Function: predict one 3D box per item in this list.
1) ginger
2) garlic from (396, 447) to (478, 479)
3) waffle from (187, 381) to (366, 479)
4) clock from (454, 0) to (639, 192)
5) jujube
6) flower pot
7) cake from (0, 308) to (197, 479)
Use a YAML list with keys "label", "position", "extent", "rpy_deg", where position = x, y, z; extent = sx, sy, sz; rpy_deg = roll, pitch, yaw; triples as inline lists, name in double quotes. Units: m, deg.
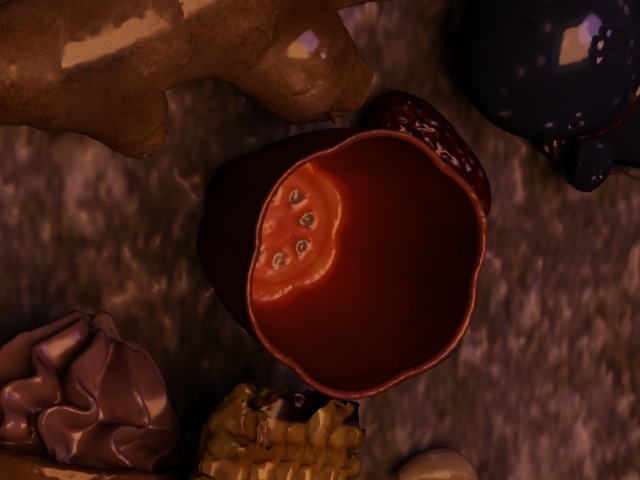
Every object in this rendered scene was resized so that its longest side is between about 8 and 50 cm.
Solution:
- label: "ginger"
  position: [-0.082, -0.170, 1.103]
  extent: [0.375, 0.166, 0.236]
  rpy_deg: [-36, 136, 5]
- label: "garlic"
  position: [0.104, 0.202, 1.295]
  extent: [0.053, 0.041, 0.083]
  rpy_deg: [-45, 123, -5]
- label: "waffle"
  position: [-0.044, 0.218, 1.118]
  extent: [0.312, 0.060, 0.307]
  rpy_deg: [-43, 146, -55]
- label: "clock"
  position: [0.216, -0.143, 1.220]
  extent: [0.243, 0.146, 0.199]
  rpy_deg: [20, 96, -34]
- label: "jujube"
  position: [0.081, -0.058, 1.213]
  extent: [0.077, 0.077, 0.129]
  rpy_deg: [-40, 103, -13]
- label: "flower pot"
  position: [0.000, 0.000, 1.128]
  extent: [0.191, 0.173, 0.190]
  rpy_deg: [-6, 105, -24]
- label: "cake"
  position: [-0.185, 0.135, 1.065]
  extent: [0.208, 0.185, 0.178]
  rpy_deg: [3, 96, -7]
